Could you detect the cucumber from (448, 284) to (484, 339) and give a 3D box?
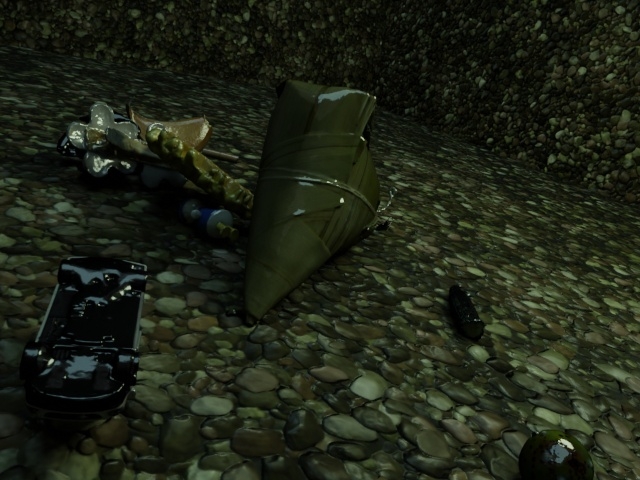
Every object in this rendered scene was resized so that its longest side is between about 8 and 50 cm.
[{"bbox_3d":[0.231,0.103,0.883,0.043,0.039,0.163,32,20,-13],"label":"cucumber"}]

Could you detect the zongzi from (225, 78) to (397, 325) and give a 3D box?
[{"bbox_3d":[0.000,0.000,0.946,0.181,0.419,0.447,9,-22,19],"label":"zongzi"}]

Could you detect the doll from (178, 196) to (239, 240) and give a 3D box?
[{"bbox_3d":[-0.199,-0.040,0.940,0.142,0.058,0.098,27,2,32],"label":"doll"}]

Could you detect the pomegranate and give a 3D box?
[{"bbox_3d":[0.232,0.228,0.527,0.073,0.073,0.085,9,37,-15],"label":"pomegranate"}]

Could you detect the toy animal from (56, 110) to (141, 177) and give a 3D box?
[{"bbox_3d":[-0.431,-0.184,1.129,0.179,0.116,0.219,38,26,-38],"label":"toy animal"}]

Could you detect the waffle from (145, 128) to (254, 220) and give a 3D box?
[{"bbox_3d":[-0.214,-0.122,1.017,0.249,0.056,0.253,37,-3,-9],"label":"waffle"}]

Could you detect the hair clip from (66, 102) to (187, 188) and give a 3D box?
[{"bbox_3d":[-0.359,-0.177,1.054,0.075,0.146,0.257,-13,-14,31],"label":"hair clip"}]

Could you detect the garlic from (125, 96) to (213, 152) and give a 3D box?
[{"bbox_3d":[-0.357,-0.234,1.259,0.206,0.128,0.115,1,68,-41],"label":"garlic"}]

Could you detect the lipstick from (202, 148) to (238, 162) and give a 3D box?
[{"bbox_3d":[-0.260,-0.221,1.414,0.094,0.019,0.019,14,21,-3],"label":"lipstick"}]

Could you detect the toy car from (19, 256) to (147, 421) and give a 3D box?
[{"bbox_3d":[-0.214,0.102,0.507,0.089,0.108,0.210,10,25,-19],"label":"toy car"}]
